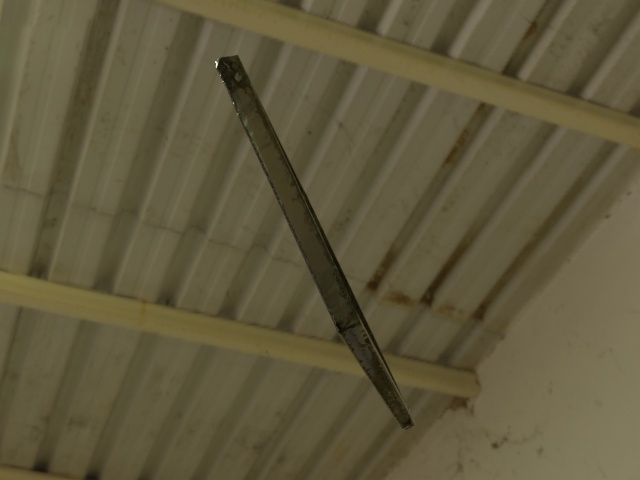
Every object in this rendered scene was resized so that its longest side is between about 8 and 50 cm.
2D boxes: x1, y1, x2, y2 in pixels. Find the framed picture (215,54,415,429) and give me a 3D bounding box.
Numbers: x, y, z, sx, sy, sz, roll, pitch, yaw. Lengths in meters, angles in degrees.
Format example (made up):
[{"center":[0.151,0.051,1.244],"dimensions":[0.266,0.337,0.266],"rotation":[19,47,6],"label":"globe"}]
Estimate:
[{"center":[0.000,0.000,0.607],"dimensions":[0.023,0.260,0.189],"rotation":[-27,-35,1],"label":"framed picture"}]
